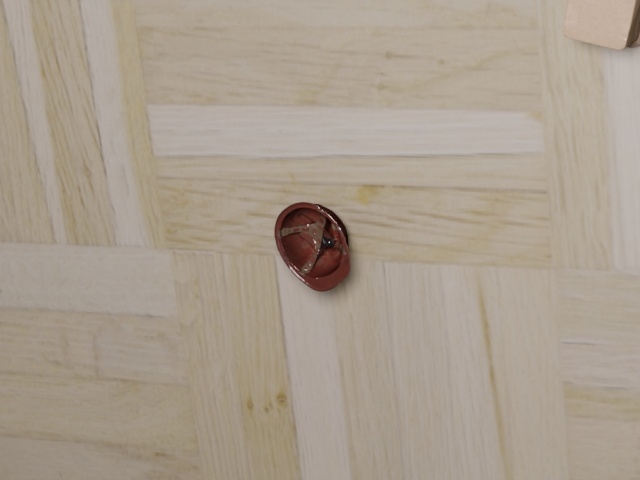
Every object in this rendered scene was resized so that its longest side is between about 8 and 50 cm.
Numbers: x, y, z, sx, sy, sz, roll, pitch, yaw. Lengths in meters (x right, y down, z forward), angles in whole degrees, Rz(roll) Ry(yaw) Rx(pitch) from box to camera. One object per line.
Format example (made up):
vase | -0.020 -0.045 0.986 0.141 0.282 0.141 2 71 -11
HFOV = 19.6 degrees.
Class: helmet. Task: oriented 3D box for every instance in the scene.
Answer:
helmet | 0.000 0.000 2.212 0.089 0.057 0.111 -27 94 27

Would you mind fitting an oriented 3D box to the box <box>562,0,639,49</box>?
box | 0.306 -0.264 1.967 0.089 0.062 0.122 16 116 16
